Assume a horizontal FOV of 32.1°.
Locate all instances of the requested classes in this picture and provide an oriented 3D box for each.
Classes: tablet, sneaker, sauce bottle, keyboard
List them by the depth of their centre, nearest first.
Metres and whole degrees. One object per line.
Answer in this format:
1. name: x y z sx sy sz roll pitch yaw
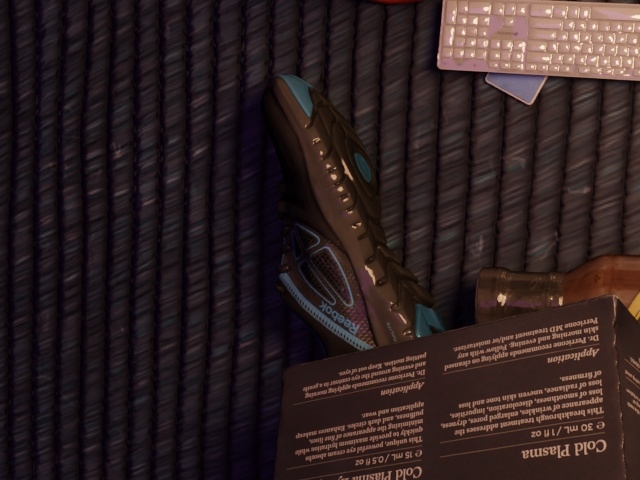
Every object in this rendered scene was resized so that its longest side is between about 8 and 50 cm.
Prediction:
1. sauce bottle: 0.319 0.067 1.035 0.344 0.111 0.111 1 96 19
2. keyboard: 0.242 -0.194 1.073 0.256 0.014 0.072 5 98 13
3. tablet: 0.205 -0.182 1.097 0.054 0.006 0.083 31 103 12
4. sneaker: 0.000 0.000 1.120 0.140 0.125 0.340 -24 86 23

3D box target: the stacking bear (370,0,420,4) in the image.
1. stacking bear: 0.078 -0.390 1.039 0.164 0.175 0.289 4 84 46

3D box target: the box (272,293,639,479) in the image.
1. box: 0.135 0.253 0.966 0.343 0.179 0.312 -16 51 31
